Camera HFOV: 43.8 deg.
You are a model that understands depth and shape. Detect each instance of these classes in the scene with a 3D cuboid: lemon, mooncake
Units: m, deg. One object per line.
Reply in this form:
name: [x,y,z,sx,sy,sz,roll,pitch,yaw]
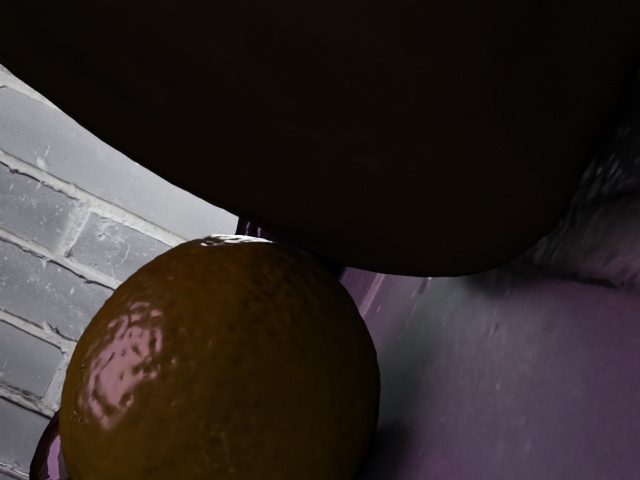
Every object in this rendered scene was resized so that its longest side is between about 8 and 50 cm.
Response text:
lemon: [-0.076,0.125,0.639,0.267,0.267,0.267,-62,7,14]
mooncake: [-0.026,-0.175,0.517,0.262,0.466,0.467,-63,7,-12]

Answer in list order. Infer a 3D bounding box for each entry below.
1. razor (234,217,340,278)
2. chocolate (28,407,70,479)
razor: [-0.042,-0.013,1.295,0.349,0.113,0.205,-12,57,62]
chocolate: [-0.153,0.254,0.855,0.186,0.283,0.284,-35,21,28]
